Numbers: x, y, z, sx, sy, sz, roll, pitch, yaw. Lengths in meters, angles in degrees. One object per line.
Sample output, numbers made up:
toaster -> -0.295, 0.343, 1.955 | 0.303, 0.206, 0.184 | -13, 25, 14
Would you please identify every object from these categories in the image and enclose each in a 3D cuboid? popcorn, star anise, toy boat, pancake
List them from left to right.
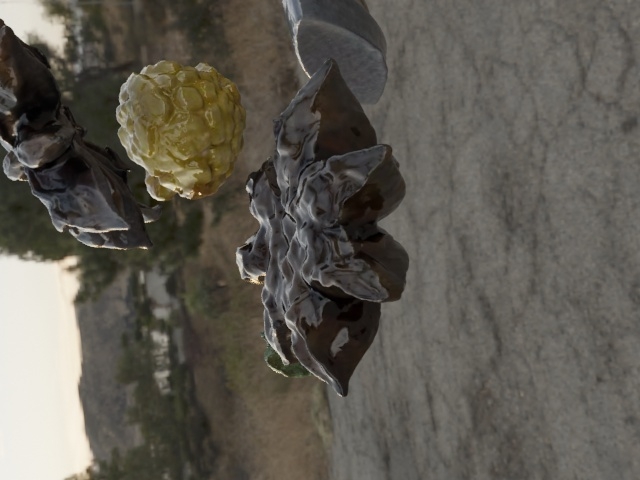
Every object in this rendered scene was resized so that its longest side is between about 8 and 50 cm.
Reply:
star anise -> -0.205, -0.069, 0.616 | 0.230, 0.081, 0.262 | 42, 168, 26
popcorn -> -0.166, -0.130, 0.936 | 0.170, 0.180, 0.180 | 39, -152, -47
pancake -> -0.028, 0.131, 1.123 | 0.023, 0.116, 0.129 | -18, 50, 62
star anise -> -0.005, -0.018, 0.759 | 0.315, 0.108, 0.315 | 173, 90, -67
toy boat -> 0.022, -0.330, 1.113 | 0.276, 0.111, 0.293 | 48, -148, -46
